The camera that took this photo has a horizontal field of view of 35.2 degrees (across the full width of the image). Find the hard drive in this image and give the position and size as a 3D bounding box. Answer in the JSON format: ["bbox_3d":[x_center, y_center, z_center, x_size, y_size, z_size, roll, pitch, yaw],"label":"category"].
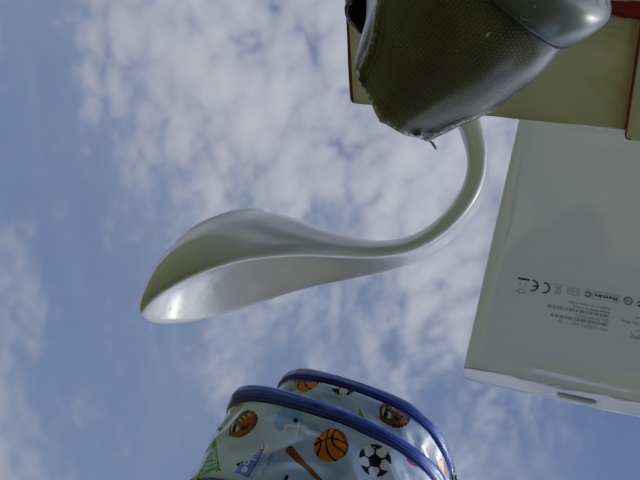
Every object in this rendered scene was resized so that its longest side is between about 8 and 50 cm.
[{"bbox_3d":[0.266,0.006,0.958,0.203,0.308,0.040,10,-27,14],"label":"hard drive"}]

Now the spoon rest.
[{"bbox_3d":[0.000,0.000,0.712,0.084,0.276,0.137,65,6,17],"label":"spoon rest"}]

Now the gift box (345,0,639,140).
[{"bbox_3d":[0.159,-0.228,0.612,0.258,0.255,0.276,9,-44,14],"label":"gift box"}]

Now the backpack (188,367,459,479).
[{"bbox_3d":[0.008,0.242,0.921,0.276,0.213,0.263,10,-30,18],"label":"backpack"}]

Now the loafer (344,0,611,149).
[{"bbox_3d":[0.046,-0.109,0.413,0.094,0.251,0.087,40,-69,-9],"label":"loafer"}]
